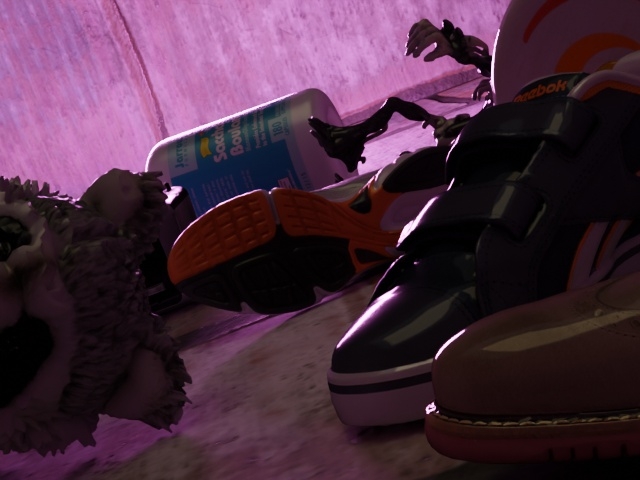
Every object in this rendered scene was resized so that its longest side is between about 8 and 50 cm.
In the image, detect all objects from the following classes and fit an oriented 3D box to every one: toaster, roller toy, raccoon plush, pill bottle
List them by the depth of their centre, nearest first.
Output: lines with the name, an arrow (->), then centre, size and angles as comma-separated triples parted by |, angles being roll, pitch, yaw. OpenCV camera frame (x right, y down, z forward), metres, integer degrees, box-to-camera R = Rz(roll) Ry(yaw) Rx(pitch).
roller toy -> 0.216, -0.114, 0.937 | 0.209, 0.191, 0.146 | -14, 10, 36
raccoon plush -> -0.227, 0.046, 0.989 | 0.299, 0.216, 0.446 | -12, 7, 1
toaster -> -0.197, 0.023, 1.358 | 0.168, 0.110, 0.186 | -19, 8, 2
pill bottle -> -0.098, -0.067, 1.613 | 0.264, 0.146, 0.146 | -19, 7, 12

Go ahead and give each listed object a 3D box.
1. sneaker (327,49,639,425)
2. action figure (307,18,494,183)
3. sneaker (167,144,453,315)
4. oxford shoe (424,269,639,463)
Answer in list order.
sneaker -> 0.110, -0.014, 0.768 | 0.321, 0.127, 0.126 | -28, 12, -40
action figure -> 0.131, -0.119, 1.358 | 0.275, 0.164, 0.141 | -25, -23, 19
sneaker -> 0.000, 0.000, 1.136 | 0.262, 0.099, 0.121 | -14, -2, -18
oxford shoe -> 0.191, -0.017, 0.534 | 0.348, 0.130, 0.123 | -21, 7, -4
